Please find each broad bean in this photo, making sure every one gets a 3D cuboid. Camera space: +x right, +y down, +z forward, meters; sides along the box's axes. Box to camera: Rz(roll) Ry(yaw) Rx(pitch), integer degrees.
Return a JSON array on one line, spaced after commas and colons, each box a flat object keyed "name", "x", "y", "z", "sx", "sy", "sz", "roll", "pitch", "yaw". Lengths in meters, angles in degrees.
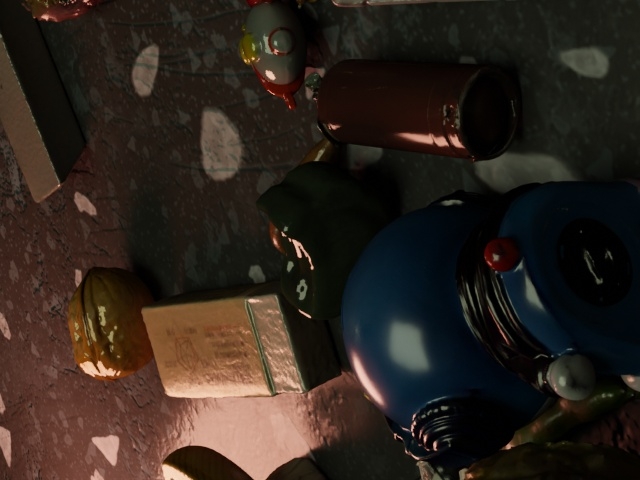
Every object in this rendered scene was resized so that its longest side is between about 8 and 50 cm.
[{"name": "broad bean", "x": 0.233, "y": 0.197, "z": 1.196, "sx": 0.052, "sy": 0.052, "sz": 0.256, "roll": 27, "pitch": 139, "yaw": -14}]

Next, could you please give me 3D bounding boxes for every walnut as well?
[{"name": "walnut", "x": -0.318, "y": 0.125, "z": 1.770, "sx": 0.144, "sy": 0.144, "sz": 0.180, "roll": -12, "pitch": 94, "yaw": 52}]

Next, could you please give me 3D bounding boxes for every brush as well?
[{"name": "brush", "x": -0.089, "y": 0.369, "z": 1.572, "sx": 0.267, "sy": 0.166, "sz": 0.174, "roll": 49, "pitch": 140, "yaw": 25}]

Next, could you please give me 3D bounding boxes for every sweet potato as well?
[{"name": "sweet potato", "x": -0.019, "y": -0.052, "z": 1.382, "sx": 0.055, "sy": 0.058, "sz": 0.202, "roll": 38, "pitch": 135, "yaw": 7}]

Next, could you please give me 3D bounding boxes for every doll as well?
[{"name": "doll", "x": 0.157, "y": 0.067, "z": 1.080, "sx": 0.310, "sy": 0.240, "sz": 0.284, "roll": -35, "pitch": 41, "yaw": 56}, {"name": "doll", "x": -0.064, "y": -0.270, "z": 1.318, "sx": 0.142, "sy": 0.076, "sz": 0.245, "roll": -158, "pitch": 56, "yaw": -79}]

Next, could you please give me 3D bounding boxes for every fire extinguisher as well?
[{"name": "fire extinguisher", "x": 0.078, "y": -0.136, "z": 1.195, "sx": 0.269, "sy": 0.104, "sz": 0.105, "roll": 11, "pitch": 115, "yaw": 48}]

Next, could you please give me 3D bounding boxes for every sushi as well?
[{"name": "sushi", "x": -0.358, "y": -0.376, "z": 1.611, "sx": 0.241, "sy": 0.107, "sz": 0.161, "roll": 42, "pitch": 139, "yaw": 31}]

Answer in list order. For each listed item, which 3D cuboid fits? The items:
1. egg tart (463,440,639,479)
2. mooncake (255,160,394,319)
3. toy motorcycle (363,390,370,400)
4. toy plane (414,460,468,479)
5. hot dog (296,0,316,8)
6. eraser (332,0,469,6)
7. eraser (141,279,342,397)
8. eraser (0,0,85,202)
[{"name": "egg tart", "x": 0.236, "y": 0.284, "z": 1.085, "sx": 0.352, "sy": 0.351, "sz": 0.150, "roll": 130, "pitch": 154, "yaw": -49}, {"name": "mooncake", "x": 0.000, "y": 0.000, "z": 1.294, "sx": 0.104, "sy": 0.168, "sz": 0.175, "roll": 28, "pitch": 112, "yaw": 43}, {"name": "toy motorcycle", "x": 0.087, "y": 0.123, "z": 1.290, "sx": 0.074, "sy": 0.106, "sz": 0.190, "roll": 18, "pitch": 121, "yaw": 45}, {"name": "toy plane", "x": 0.153, "y": 0.324, "z": 1.339, "sx": 0.160, "sy": 0.082, "sz": 0.234, "roll": 52, "pitch": 155, "yaw": 6}, {"name": "hot dog", "x": -0.017, "y": -0.321, "z": 1.264, "sx": 0.056, "sy": 0.041, "sz": 0.133, "roll": 27, "pitch": 126, "yaw": 42}, {"name": "eraser", "x": 0.108, "y": -0.344, "z": 1.072, "sx": 0.204, "sy": 0.059, "sz": 0.244, "roll": 5, "pitch": 100, "yaw": 26}, {"name": "eraser", "x": -0.117, "y": 0.137, "z": 1.572, "sx": 0.343, "sy": 0.078, "sz": 0.144, "roll": -9, "pitch": 100, "yaw": 51}, {"name": "eraser", "x": -0.470, "y": -0.242, "z": 1.834, "sx": 0.111, "sy": 0.077, "sz": 0.353, "roll": -24, "pitch": 87, "yaw": 50}]
